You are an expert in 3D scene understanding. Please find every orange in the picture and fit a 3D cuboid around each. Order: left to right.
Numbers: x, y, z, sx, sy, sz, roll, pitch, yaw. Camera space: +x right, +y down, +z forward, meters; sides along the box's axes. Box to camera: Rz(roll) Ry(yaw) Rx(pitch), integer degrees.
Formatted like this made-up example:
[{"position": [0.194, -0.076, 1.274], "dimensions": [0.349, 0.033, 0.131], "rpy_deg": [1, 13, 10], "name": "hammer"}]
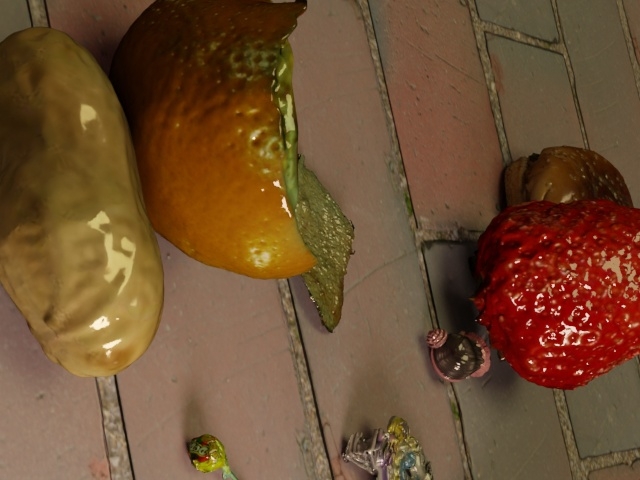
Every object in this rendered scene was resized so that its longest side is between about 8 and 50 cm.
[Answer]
[{"position": [-0.098, -0.101, 1.569], "dimensions": [0.334, 0.196, 0.262], "rpy_deg": [47, -25, 54], "name": "orange"}]

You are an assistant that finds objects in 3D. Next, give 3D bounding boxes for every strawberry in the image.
[{"position": [0.336, 0.057, 2.162], "dimensions": [0.257, 0.277, 0.257], "rpy_deg": [55, 22, -36], "name": "strawberry"}]

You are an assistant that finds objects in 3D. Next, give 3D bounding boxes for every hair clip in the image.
[{"position": [0.084, 0.270, 1.891], "dimensions": [0.172, 0.049, 0.116], "rpy_deg": [53, 48, -44], "name": "hair clip"}]

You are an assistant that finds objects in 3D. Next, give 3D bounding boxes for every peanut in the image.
[{"position": [-0.223, -0.037, 1.443], "dimensions": [0.147, 0.147, 0.319], "rpy_deg": [4, 70, -58], "name": "peanut"}]

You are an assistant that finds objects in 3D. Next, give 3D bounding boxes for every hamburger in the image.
[{"position": [0.366, -0.017, 2.408], "dimensions": [0.243, 0.146, 0.286], "rpy_deg": [50, 38, -22], "name": "hamburger"}]

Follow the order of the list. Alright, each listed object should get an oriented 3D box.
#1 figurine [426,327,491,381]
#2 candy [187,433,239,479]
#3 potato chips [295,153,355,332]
[{"position": [0.180, 0.140, 2.100], "dimensions": [0.129, 0.054, 0.072], "rpy_deg": [-3, 74, -61], "name": "figurine"}, {"position": [-0.093, 0.229, 1.634], "dimensions": [0.123, 0.035, 0.035], "rpy_deg": [54, 15, -47], "name": "candy"}, {"position": [0.000, 0.000, 1.903], "dimensions": [0.142, 0.026, 0.209], "rpy_deg": [-17, 88, -57], "name": "potato chips"}]
